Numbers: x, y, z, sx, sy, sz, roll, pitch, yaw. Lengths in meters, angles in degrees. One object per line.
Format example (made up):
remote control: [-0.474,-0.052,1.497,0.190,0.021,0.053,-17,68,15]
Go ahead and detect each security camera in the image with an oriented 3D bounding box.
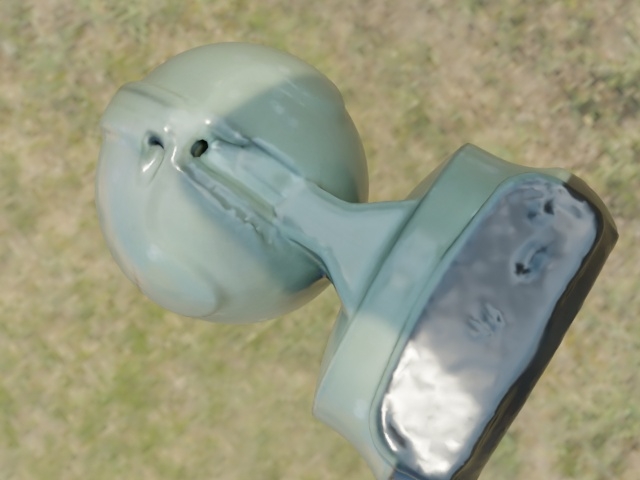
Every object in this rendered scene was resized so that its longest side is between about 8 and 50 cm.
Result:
security camera: [0.000,0.000,0.920,0.277,0.197,0.191,30,179,6]
